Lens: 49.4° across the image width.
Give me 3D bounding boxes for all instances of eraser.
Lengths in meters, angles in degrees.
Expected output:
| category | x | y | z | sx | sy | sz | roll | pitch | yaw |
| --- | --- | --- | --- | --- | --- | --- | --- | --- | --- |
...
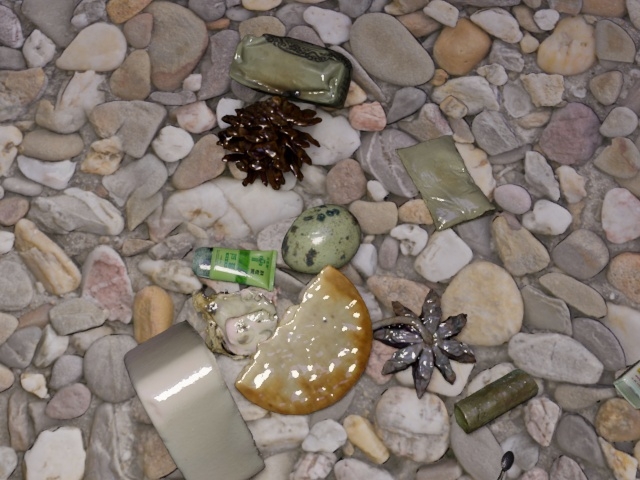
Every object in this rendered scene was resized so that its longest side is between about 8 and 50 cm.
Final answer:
| category | x | y | z | sx | sy | sz | roll | pitch | yaw |
| --- | --- | --- | --- | --- | --- | --- | --- | --- | --- |
| eraser | -0.251 | 0.282 | 1.286 | 0.150 | 0.331 | 0.331 | -28 | 71 | -13 |

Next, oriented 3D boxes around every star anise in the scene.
| category | x | y | z | sx | sy | sz | roll | pitch | yaw |
| --- | --- | --- | --- | --- | --- | --- | --- | --- | --- |
| star anise | 0.200 | 0.204 | 1.423 | 0.262 | 0.081 | 0.230 | 12 | 77 | -1 |

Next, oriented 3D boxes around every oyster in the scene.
| category | x | y | z | sx | sy | sz | roll | pitch | yaw |
| --- | --- | --- | --- | --- | --- | --- | --- | --- | --- |
| oyster | -0.177 | 0.158 | 1.411 | 0.163 | 0.081 | 0.191 | -46 | 105 | -23 |

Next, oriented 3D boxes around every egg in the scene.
| category | x | y | z | sx | sy | sz | roll | pitch | yaw |
| --- | --- | --- | --- | --- | --- | --- | --- | --- | --- |
| egg | 0.000 | 0.000 | 1.463 | 0.181 | 0.141 | 0.141 | -29 | 71 | -17 |

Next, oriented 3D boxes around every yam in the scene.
| category | x | y | z | sx | sy | sz | roll | pitch | yaw |
| --- | --- | --- | --- | --- | --- | --- | --- | --- | --- |
| yam | 0.347 | 0.319 | 1.389 | 0.169 | 0.068 | 0.068 | -24 | 70 | -12 |

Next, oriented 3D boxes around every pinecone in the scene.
| category | x | y | z | sx | sy | sz | roll | pitch | yaw |
| --- | --- | --- | --- | --- | --- | --- | --- | --- | --- |
| pinecone | -0.112 | -0.211 | 1.521 | 0.228 | 0.202 | 0.201 | 0 | 94 | -5 |

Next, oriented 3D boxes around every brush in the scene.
| category | x | y | z | sx | sy | sz | roll | pitch | yaw |
| --- | --- | --- | --- | --- | --- | --- | --- | --- | --- |
| brush | 0.358 | 0.450 | 1.363 | 0.024 | 0.008 | 0.083 | 30 | 67 | 5 |

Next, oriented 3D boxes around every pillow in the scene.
| category | x | y | z | sx | sy | sz | roll | pitch | yaw |
| --- | --- | --- | --- | --- | --- | --- | --- | --- | --- |
| pillow | 0.284 | -0.137 | 1.595 | 0.148 | 0.050 | 0.230 | -18 | 66 | -16 |

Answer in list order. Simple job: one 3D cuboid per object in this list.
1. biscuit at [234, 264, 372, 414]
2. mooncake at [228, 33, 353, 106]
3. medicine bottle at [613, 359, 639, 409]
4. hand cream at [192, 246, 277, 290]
| category | x | y | z | sx | sy | sz | roll | pitch | yaw |
| --- | --- | --- | --- | --- | --- | --- | --- | --- | --- |
| biscuit | -0.010 | 0.221 | 1.389 | 0.204 | 0.040 | 0.309 | 39 | 82 | -5 |
| mooncake | -0.056 | -0.385 | 1.575 | 0.250 | 0.254 | 0.136 | 16 | 99 | 6 |
| medicine bottle | 0.675 | 0.284 | 1.434 | 0.118 | 0.055 | 0.074 | -32 | 71 | -17 |
| hand cream | -0.183 | 0.053 | 1.478 | 0.175 | 0.046 | 0.095 | 6 | 63 | -3 |
